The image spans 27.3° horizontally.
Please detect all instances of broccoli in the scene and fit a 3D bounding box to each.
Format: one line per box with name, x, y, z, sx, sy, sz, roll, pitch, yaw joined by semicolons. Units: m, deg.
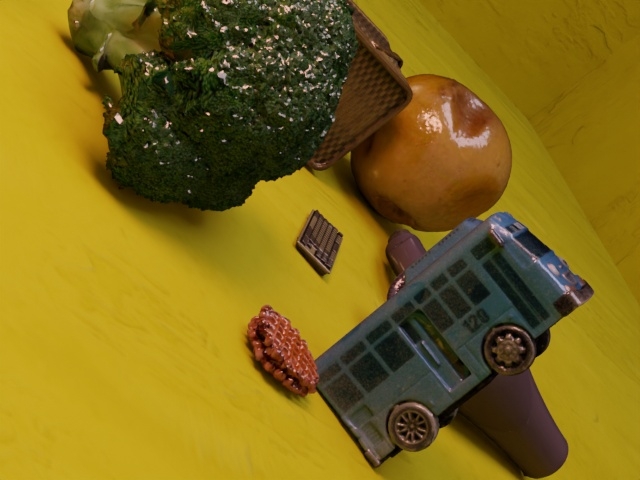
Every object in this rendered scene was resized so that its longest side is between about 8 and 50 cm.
broccoli;-0.112;-0.150;1.142;0.269;0.269;0.254;-102;-168;-58

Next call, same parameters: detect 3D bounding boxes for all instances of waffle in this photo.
waffle;-0.030;0.094;1.102;0.083;0.029;0.075;37;24;-50

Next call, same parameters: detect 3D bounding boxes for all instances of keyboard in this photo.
keyboard;0.000;0.000;1.415;0.049;0.015;0.129;49;16;-7

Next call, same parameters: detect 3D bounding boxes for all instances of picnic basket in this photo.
picnic basket;-0.027;-0.226;1.565;0.266;0.165;0.139;42;18;-34

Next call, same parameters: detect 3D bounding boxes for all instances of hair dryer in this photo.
hair dryer;0.150;0.085;1.519;0.301;0.121;0.361;52;8;-32

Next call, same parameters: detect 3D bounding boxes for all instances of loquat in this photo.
loquat;0.145;-0.115;1.698;0.213;0.213;0.213;46;17;-18

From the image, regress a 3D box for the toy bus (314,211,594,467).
toy bus;0.114;0.080;1.159;0.133;0.234;0.116;51;16;9
